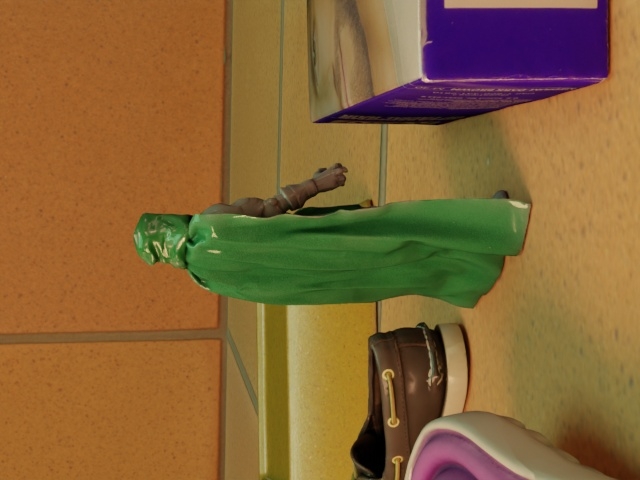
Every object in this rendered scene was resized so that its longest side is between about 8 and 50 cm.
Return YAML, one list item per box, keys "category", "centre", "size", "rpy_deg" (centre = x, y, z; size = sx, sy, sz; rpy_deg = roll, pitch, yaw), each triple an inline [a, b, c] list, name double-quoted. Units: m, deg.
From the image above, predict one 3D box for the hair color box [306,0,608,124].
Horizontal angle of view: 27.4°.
- category: "hair color box"
  centre: [0.067, -0.172, 0.813]
  size: [0.339, 0.110, 0.185]
  rpy_deg: [-174, 83, -82]

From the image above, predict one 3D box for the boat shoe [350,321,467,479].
- category: "boat shoe"
  centre: [0.056, 0.154, 0.977]
  size: [0.081, 0.069, 0.227]
  rpy_deg: [-104, 17, -54]

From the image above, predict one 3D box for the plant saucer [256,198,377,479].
- category: "plant saucer"
  centre: [-0.013, 0.143, 1.348]
  size: [0.333, 0.081, 0.332]
  rpy_deg: [143, 127, -79]

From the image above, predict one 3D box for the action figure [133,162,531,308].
- category: "action figure"
  centre: [0.000, 0.000, 0.823]
  size: [0.137, 0.232, 0.063]
  rpy_deg: [105, 162, -55]

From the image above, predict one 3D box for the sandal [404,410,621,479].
- category: "sandal"
  centre: [0.100, 0.173, 0.544]
  size: [0.416, 0.102, 0.169]
  rpy_deg: [-177, 87, -73]
